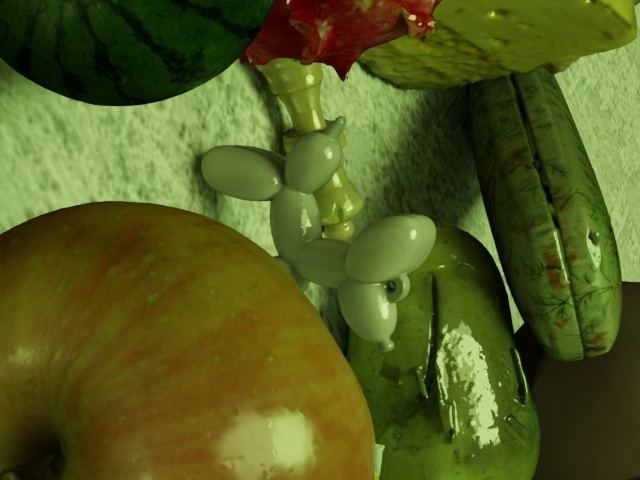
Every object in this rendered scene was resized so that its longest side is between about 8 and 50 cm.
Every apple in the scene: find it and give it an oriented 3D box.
[{"bbox_3d":[-0.096,0.103,0.703,0.241,0.242,0.242,20,65,-74],"label":"apple"}]

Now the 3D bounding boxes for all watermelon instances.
[{"bbox_3d":[-0.113,-0.164,0.771,0.215,0.188,0.188,-68,143,-72],"label":"watermelon"}]

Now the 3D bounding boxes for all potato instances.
[{"bbox_3d":[0.096,0.110,1.120,0.169,0.143,0.248,24,60,-72],"label":"potato"}]

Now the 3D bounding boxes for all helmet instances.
[{"bbox_3d":[0.229,0.174,1.256,0.338,0.197,0.271,-54,180,-5],"label":"helmet"}]

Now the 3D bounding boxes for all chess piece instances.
[{"bbox_3d":[-0.007,-0.080,1.079,0.060,0.060,0.172,-43,123,-55],"label":"chess piece"}]

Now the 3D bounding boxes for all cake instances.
[{"bbox_3d":[0.148,-0.266,1.152,0.227,0.286,0.223,15,71,-58],"label":"cake"}]

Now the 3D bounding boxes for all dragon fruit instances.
[{"bbox_3d":[0.022,-0.226,0.946,0.210,0.268,0.205,51,1,5],"label":"dragon fruit"}]

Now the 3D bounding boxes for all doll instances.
[{"bbox_3d":[0.000,0.000,0.963,0.059,0.160,0.161,-3,84,-61],"label":"doll"}]

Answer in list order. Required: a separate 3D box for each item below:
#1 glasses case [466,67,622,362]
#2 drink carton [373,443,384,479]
[{"bbox_3d":[0.188,-0.052,1.244,0.425,0.098,0.157,-90,167,-61],"label":"glasses case"},{"bbox_3d":[0.000,0.238,0.987,0.074,0.084,0.200,21,66,-46],"label":"drink carton"}]
